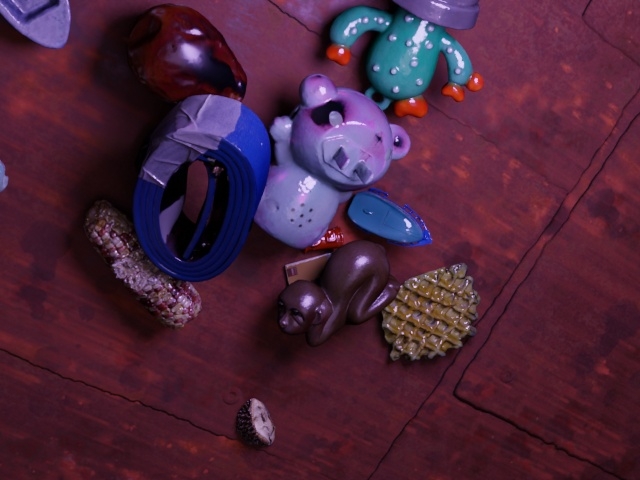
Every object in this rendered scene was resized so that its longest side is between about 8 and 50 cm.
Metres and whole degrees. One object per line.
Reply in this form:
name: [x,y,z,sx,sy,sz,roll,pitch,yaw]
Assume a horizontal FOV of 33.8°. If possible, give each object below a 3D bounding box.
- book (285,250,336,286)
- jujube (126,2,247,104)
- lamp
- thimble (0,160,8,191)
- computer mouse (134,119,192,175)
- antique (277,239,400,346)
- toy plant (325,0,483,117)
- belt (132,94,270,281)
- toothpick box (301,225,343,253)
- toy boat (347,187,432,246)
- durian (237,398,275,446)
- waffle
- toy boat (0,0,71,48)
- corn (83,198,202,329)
book: [0.020,0.080,2.115,0.172,0.012,0.118,-16,114,-13]
jujube: [-0.221,-0.306,1.809,0.236,0.168,0.168,27,100,-43]
lamp: [0.003,-0.130,1.906,0.247,0.247,0.301,33,104,-24]
thimble: [-0.608,-0.160,1.710,0.149,0.185,0.211,-21,107,-12]
computer mouse: [-0.263,-0.173,1.889,0.172,0.057,0.099,-39,127,11]
antique: [0.026,0.098,2.038,0.256,0.121,0.143,-29,129,-8]
toy plant: [0.176,-0.409,1.893,0.279,0.185,0.400,7,123,-27]
belt: [-0.207,-0.085,1.817,0.212,0.117,0.347,20,133,-2]
toothpick box: [0.000,0.000,2.057,0.083,0.047,0.047,-8,112,-16]
toy boat: [0.146,-0.038,2.073,0.175,0.110,0.091,28,101,17]
durian: [-0.136,0.381,2.170,0.066,0.052,0.130,-47,129,-42]
waffle: [0.231,0.154,2.193,0.223,0.054,0.204,-18,115,-10]
toy boat: [-0.493,-0.440,1.702,0.127,0.078,0.283,-31,117,-6]
corn: [-0.329,0.046,1.935,0.098,0.098,0.290,-38,117,-2]
